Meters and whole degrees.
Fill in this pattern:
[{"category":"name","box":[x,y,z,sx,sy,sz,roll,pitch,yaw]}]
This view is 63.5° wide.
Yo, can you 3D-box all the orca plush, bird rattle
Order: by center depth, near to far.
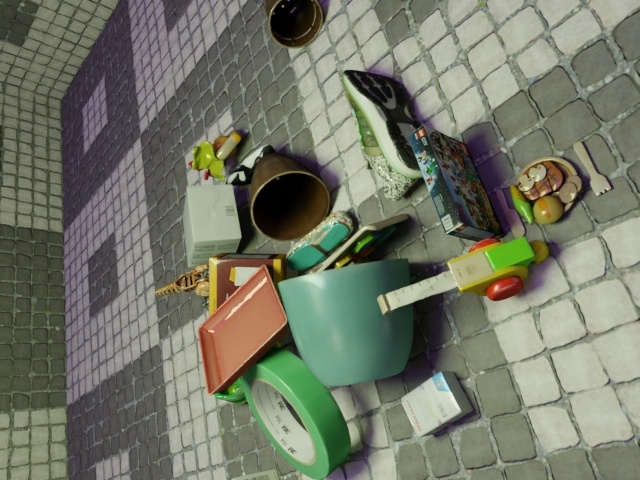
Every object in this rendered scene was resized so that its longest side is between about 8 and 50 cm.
[{"category":"orca plush","box":[-0.217,-0.197,1.634,0.287,0.151,0.102,-29,94,36]},{"category":"bird rattle","box":[-0.344,-0.290,1.776,0.207,0.143,0.253,-47,11,0]}]

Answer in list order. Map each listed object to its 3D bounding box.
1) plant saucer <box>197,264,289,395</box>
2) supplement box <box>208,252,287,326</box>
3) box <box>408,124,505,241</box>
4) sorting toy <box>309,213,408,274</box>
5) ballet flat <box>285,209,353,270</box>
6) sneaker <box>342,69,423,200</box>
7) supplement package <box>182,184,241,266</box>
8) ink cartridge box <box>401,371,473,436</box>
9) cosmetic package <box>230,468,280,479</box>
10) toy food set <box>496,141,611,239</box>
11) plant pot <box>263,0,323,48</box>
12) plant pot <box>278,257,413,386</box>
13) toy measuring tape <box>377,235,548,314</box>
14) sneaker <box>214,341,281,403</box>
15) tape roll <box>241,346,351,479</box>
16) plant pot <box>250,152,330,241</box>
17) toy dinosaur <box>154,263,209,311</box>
[{"category":"plant saucer","box":[-0.187,0.218,1.269,0.258,0.047,0.259,-44,33,7]},{"category":"supplement box","box":[-0.197,0.136,1.431,0.193,0.129,0.192,2,95,4]},{"category":"box","box":[0.276,-0.112,1.050,0.044,0.159,0.233,-36,58,38]},{"category":"sorting toy","box":[0.095,0.015,1.204,0.208,0.193,0.038,-40,78,32]},{"category":"ballet flat","box":[0.000,0.000,1.392,0.241,0.091,0.077,-35,28,32]},{"category":"sneaker","box":[0.131,-0.262,1.263,0.182,0.157,0.411,-61,38,43]},{"category":"supplement package","box":[-0.352,-0.044,1.658,0.203,0.149,0.194,125,137,-59]},{"category":"ink cartridge box","box":[0.240,0.341,1.076,0.122,0.052,0.089,-45,53,30]},{"category":"cosmetic package","box":[-0.201,0.735,1.388,0.184,0.151,0.152,-48,52,30]},{"category":"toy food set","box":[0.424,-0.097,0.979,0.192,0.038,0.133,-37,57,36]},{"category":"plant pot","box":[-0.096,-0.699,1.574,0.167,0.166,0.165,-50,43,27]},{"category":"plant pot","box":[0.070,0.182,1.132,0.292,0.292,0.236,-17,81,44]},{"category":"toy measuring tape","box":[0.277,0.081,1.001,0.329,0.121,0.122,-23,62,10]},{"category":"sneaker","box":[-0.207,0.380,1.486,0.296,0.123,0.110,-51,49,26]},{"category":"tape roll","box":[-0.066,0.415,1.249,0.321,0.077,0.322,33,137,36]},{"category":"plant pot","box":[-0.110,-0.151,1.454,0.215,0.215,0.230,-57,34,22]},{"category":"toy dinosaur","box":[-0.337,0.121,1.598,0.321,0.218,0.165,9,68,6]}]
